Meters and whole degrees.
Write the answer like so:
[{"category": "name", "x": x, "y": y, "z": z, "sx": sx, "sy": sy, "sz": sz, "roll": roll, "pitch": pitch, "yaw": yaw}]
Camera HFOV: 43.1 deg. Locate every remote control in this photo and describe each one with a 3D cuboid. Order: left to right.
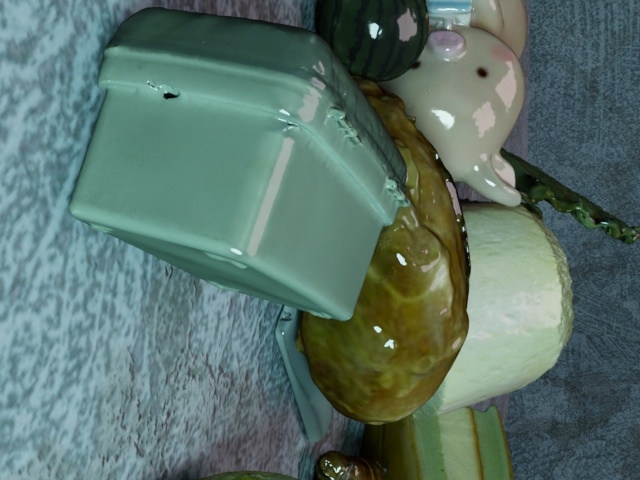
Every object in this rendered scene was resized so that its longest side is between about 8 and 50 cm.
[{"category": "remote control", "x": -0.011, "y": 0.131, "z": 0.794, "sx": 0.184, "sy": 0.027, "sz": 0.050, "roll": 76, "pitch": 25, "yaw": -43}]

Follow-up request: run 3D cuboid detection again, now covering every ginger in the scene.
[{"category": "ginger", "x": 0.025, "y": 0.285, "z": 0.884, "sx": 0.162, "sy": 0.073, "sz": 0.103, "roll": 43, "pitch": 41, "yaw": -60}, {"category": "ginger", "x": 0.058, "y": 0.011, "z": 0.722, "sx": 0.165, "sy": 0.172, "sz": 0.321, "roll": -7, "pitch": 99, "yaw": -31}]

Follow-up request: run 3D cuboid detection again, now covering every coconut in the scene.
[{"category": "coconut", "x": 0.142, "y": 0.071, "z": 0.930, "sx": 0.239, "sy": 0.244, "sz": 0.239, "roll": 169, "pitch": -90, "yaw": -71}]

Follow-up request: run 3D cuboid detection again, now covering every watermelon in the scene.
[{"category": "watermelon", "x": 0.049, "y": -0.212, "z": 0.743, "sx": 0.105, "sy": 0.105, "sz": 0.133, "roll": -57, "pitch": 157, "yaw": -54}]

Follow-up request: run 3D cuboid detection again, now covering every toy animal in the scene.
[{"category": "toy animal", "x": 0.138, "y": -0.183, "z": 0.873, "sx": 0.256, "sy": 0.195, "sz": 0.212, "roll": -66, "pitch": 162, "yaw": -52}]

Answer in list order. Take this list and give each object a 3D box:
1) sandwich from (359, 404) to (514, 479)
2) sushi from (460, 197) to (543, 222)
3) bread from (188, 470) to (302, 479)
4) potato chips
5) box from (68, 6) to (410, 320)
[{"category": "sandwich", "x": 0.127, "y": 0.323, "z": 1.034, "sx": 0.198, "sy": 0.155, "sz": 0.227, "roll": -92, "pitch": -155, "yaw": -51}, {"category": "sushi", "x": 0.288, "y": -0.006, "z": 1.412, "sx": 0.274, "sy": 0.184, "sz": 0.139, "roll": 4, "pitch": 86, "yaw": -67}, {"category": "bread", "x": -0.069, "y": 0.255, "z": 0.493, "sx": 0.261, "sy": 0.158, "sz": 0.156, "roll": -7, "pitch": 112, "yaw": -72}, {"category": "potato chips", "x": 0.355, "y": -0.094, "z": 1.377, "sx": 0.070, "sy": 0.359, "sz": 0.429, "roll": -63, "pitch": -166, "yaw": 14}, {"category": "box", "x": -0.038, "y": -0.036, "z": 0.492, "sx": 0.210, "sy": 0.148, "sz": 0.129, "roll": 40, "pitch": 66, "yaw": -65}]
